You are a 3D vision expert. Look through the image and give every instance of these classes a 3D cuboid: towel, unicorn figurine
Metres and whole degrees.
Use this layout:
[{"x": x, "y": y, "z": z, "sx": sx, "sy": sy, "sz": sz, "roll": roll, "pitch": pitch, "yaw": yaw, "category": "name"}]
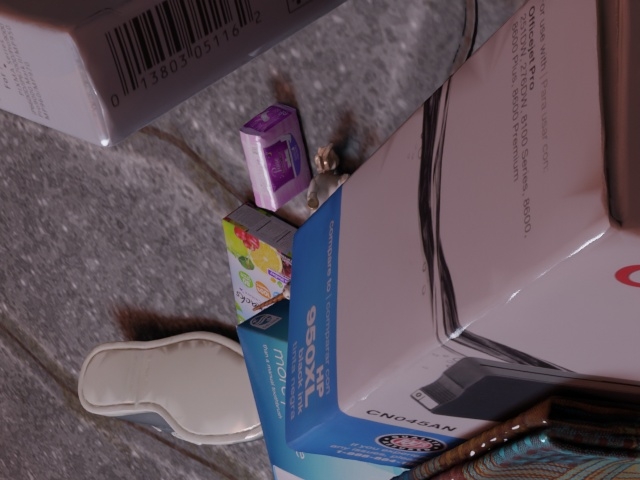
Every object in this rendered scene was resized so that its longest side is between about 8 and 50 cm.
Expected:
[{"x": 0.241, "y": 0.174, "z": 0.986, "sx": 0.271, "sy": 0.370, "sz": 0.040, "roll": 136, "pitch": 140, "yaw": -59, "category": "towel"}, {"x": 0.000, "y": 0.000, "z": 1.300, "sx": 0.060, "sy": 0.162, "sz": 0.111, "roll": 18, "pitch": -176, "yaw": -8, "category": "unicorn figurine"}]

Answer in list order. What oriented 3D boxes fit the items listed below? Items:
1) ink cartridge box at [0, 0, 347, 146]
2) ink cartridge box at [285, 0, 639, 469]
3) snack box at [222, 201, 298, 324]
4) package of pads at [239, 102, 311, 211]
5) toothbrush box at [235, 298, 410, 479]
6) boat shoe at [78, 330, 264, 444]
[{"x": -0.157, "y": -0.213, "z": 1.094, "sx": 0.385, "sy": 0.308, "sz": 0.091, "roll": 23, "pitch": 138, "yaw": 41, "category": "ink cartridge box"}, {"x": 0.181, "y": 0.019, "z": 0.891, "sx": 0.285, "sy": 0.166, "sz": 0.395, "roll": 12, "pitch": 154, "yaw": -19, "category": "ink cartridge box"}, {"x": -0.039, "y": 0.044, "z": 1.456, "sx": 0.100, "sy": 0.037, "sz": 0.141, "roll": 30, "pitch": 142, "yaw": 34, "category": "snack box"}, {"x": -0.039, "y": -0.071, "z": 1.328, "sx": 0.032, "sy": 0.050, "sz": 0.083, "roll": 23, "pitch": 139, "yaw": 39, "category": "package of pads"}, {"x": 0.087, "y": 0.168, "z": 1.317, "sx": 0.295, "sy": 0.126, "sz": 0.216, "roll": 14, "pitch": 125, "yaw": 44, "category": "toothbrush box"}, {"x": -0.131, "y": 0.163, "z": 1.674, "sx": 0.319, "sy": 0.116, "sz": 0.099, "roll": 1, "pitch": 165, "yaw": 44, "category": "boat shoe"}]
